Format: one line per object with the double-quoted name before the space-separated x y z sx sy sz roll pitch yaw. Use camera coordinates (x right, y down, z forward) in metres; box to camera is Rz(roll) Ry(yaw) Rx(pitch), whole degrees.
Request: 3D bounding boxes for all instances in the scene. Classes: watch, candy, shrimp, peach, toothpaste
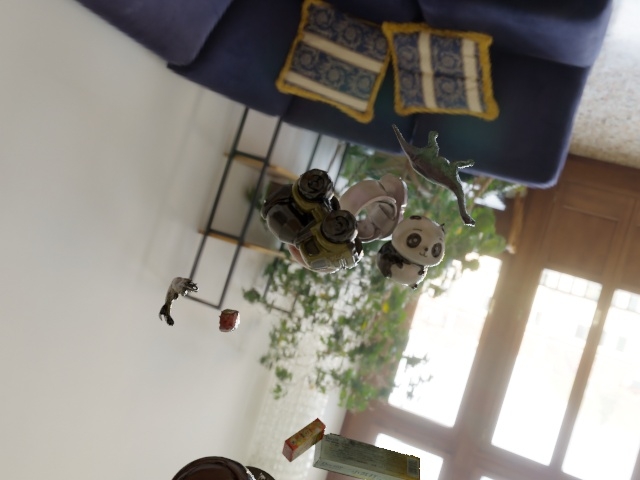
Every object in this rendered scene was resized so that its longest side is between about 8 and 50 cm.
"watch" 0.173 -0.127 2.378 0.231 0.244 0.196 13 -152 -41
"candy" -0.043 0.521 1.778 0.122 0.062 0.038 -27 -127 -37
"shrimp" -0.426 0.176 2.014 0.046 0.152 0.219 26 160 -27
"peach" -0.242 0.208 1.814 0.050 0.077 0.083 10 138 7
"toothpaste" 0.134 0.628 1.929 0.312 0.089 0.071 18 137 -13

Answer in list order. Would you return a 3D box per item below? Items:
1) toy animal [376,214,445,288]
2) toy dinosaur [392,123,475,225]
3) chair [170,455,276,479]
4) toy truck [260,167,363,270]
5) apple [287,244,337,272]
"toy animal" 0.305 0.026 2.246 0.187 0.235 0.165 21 -142 -20
"toy dinosaur" 0.380 -0.229 2.330 0.383 0.129 0.331 29 -140 -3
"chair" -0.215 0.611 1.546 0.226 0.227 0.401 17 160 13
"toy truck" -0.017 -0.027 1.431 0.224 0.165 0.147 60 176 28
"apple" 0.000 0.000 1.970 0.173 0.188 0.188 9 175 33
